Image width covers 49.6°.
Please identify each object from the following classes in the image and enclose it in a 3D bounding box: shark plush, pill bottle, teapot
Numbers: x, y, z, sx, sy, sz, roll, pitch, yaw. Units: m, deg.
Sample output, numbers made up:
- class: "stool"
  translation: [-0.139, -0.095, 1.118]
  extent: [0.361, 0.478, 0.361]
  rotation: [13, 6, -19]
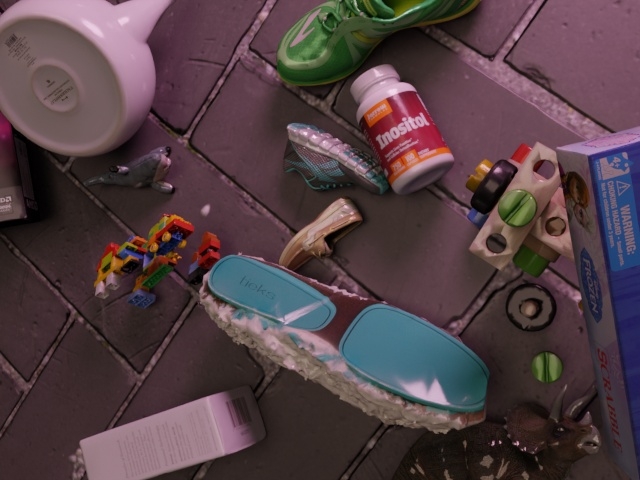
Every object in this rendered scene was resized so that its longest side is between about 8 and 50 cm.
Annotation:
- class: "shark plush"
  translation: [-0.293, -0.112, 1.055]
  extent: [0.161, 0.067, 0.073]
  rotation: [4, 89, 23]
- class: "pill bottle"
  translation: [0.099, -0.142, 0.878]
  extent: [0.086, 0.086, 0.152]
  rotation: [-32, 76, 19]
- class: "teapot"
  translation: [-0.352, -0.257, 1.032]
  extent: [0.255, 0.187, 0.253]
  rotation: [11, 126, 5]

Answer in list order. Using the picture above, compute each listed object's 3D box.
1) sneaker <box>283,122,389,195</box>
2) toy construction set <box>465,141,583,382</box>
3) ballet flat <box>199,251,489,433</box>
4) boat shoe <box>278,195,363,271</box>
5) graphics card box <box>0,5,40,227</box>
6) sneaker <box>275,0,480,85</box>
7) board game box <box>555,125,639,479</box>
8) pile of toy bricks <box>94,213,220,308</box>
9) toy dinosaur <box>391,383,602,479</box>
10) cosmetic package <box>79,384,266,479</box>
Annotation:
- class: "sneaker"
  translation: [0.017, -0.094, 0.934]
  extent: [0.166, 0.065, 0.076]
  rotation: [33, 117, 24]
- class: "toy construction set"
  translation: [0.291, -0.025, 0.708]
  extent: [0.308, 0.237, 0.258]
  rotation: [-32, 76, 18]
- class: "ballet flat"
  translation: [0.025, 0.137, 0.887]
  extent: [0.408, 0.147, 0.147]
  rotation: [24, 97, 25]
- class: "boat shoe"
  translation: [0.000, 0.000, 0.934]
  extent: [0.135, 0.050, 0.045]
  rotation: [-45, 67, 15]
- class: "graphics card box"
  translation: [-0.604, -0.192, 1.109]
  extent: [0.232, 0.094, 0.371]
  rotation: [-9, 89, -9]
- class: "sneaker"
  translation: [0.060, -0.297, 0.882]
  extent: [0.295, 0.123, 0.110]
  rotation: [-23, 79, 21]
- class: "board game box"
  translation: [0.399, 0.030, 0.628]
  extent: [0.317, 0.066, 0.319]
  rotation: [-16, 104, -3]
- class: "pile of toy bricks"
  translation: [-0.237, 0.010, 1.021]
  extent: [0.212, 0.118, 0.105]
  rotation: [-33, 46, 35]
- class: "toy dinosaur"
  translation: [0.187, 0.276, 0.823]
  extent: [0.313, 0.121, 0.161]
  rotation: [-16, 69, 26]
- class: "cosmetic package"
  translation: [-0.208, 0.280, 0.975]
  extent: [0.231, 0.117, 0.086]
  rotation: [-24, 77, 21]
